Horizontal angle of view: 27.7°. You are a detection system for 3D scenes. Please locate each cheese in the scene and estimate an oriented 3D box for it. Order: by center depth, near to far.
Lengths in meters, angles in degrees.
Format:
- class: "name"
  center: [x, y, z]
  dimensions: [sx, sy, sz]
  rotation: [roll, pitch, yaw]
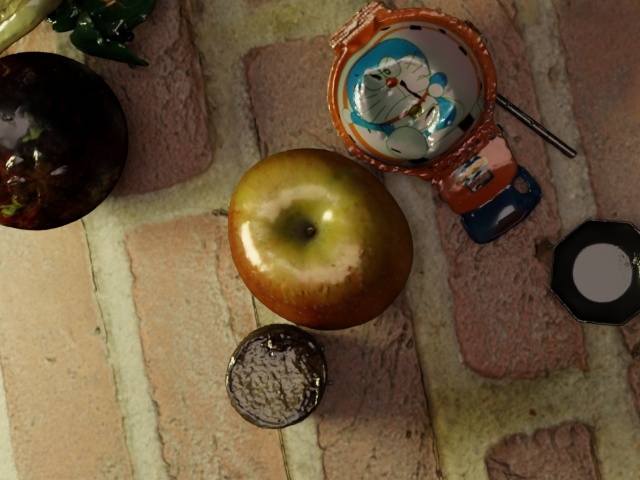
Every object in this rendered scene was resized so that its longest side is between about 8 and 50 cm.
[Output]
- class: "cheese"
  center: [0.141, -0.146, 1.588]
  dimensions: [0.217, 0.129, 0.329]
  rotation: [-36, 102, 11]

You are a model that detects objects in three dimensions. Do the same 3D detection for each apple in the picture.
- class: "apple"
  center: [0.000, 0.000, 1.583]
  dimensions: [0.210, 0.173, 0.235]
  rotation: [-27, 75, 4]

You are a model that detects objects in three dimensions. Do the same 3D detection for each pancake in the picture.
- class: "pancake"
  center: [-0.361, -0.332, 1.615]
  dimensions: [0.049, 0.294, 0.294]
  rotation: [38, 95, -31]

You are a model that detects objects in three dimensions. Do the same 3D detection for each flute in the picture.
- class: "flute"
  center: [0.213, -0.187, 1.633]
  dimensions: [0.269, 0.014, 0.014]
  rotation: [39, 94, 7]

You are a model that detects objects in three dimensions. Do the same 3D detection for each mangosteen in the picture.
- class: "mangosteen"
  center: [-0.372, -0.148, 1.637]
  dimensions: [0.231, 0.231, 0.289]
  rotation: [-40, 47, 5]

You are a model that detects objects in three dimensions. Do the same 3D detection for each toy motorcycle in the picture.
- class: "toy motorcycle"
  center: [-0.227, -0.328, 1.649]
  dimensions: [0.274, 0.125, 0.187]
  rotation: [-34, 75, 6]

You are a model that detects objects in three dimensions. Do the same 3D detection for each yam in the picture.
- class: "yam"
  center: [-0.049, 0.157, 1.539]
  dimensions: [0.131, 0.280, 0.131]
  rotation: [0, 86, -1]

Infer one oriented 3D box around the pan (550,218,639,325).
- class: "pan"
  center: [0.384, 0.042, 1.585]
  dimensions: [0.202, 0.048, 0.128]
  rotation: [6, 91, 10]
